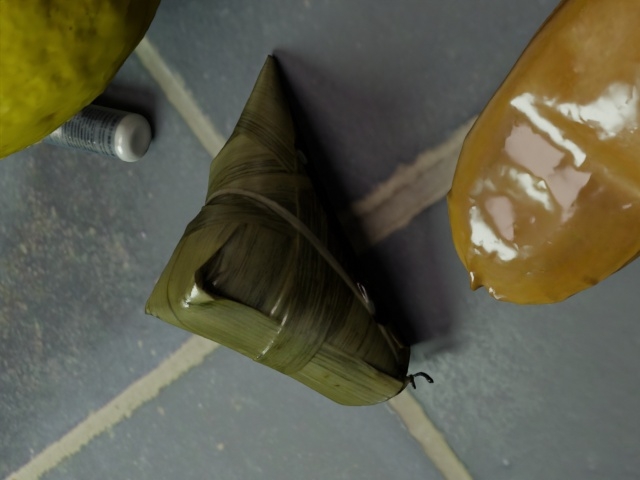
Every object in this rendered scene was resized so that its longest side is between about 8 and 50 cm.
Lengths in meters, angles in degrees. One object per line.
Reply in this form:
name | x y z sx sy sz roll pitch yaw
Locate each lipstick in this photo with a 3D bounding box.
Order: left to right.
lipstick | -0.200 -0.093 0.887 0.141 0.040 0.040 15 117 27

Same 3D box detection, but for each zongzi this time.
zongzi | 0.003 0.001 0.797 0.205 0.204 0.094 30 154 -26

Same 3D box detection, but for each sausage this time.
sausage | 0.188 -0.093 0.598 0.134 0.116 0.354 38 130 -4

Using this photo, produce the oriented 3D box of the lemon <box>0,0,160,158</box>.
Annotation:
lemon | -0.256 -0.212 0.700 0.364 0.364 0.364 13 116 27
